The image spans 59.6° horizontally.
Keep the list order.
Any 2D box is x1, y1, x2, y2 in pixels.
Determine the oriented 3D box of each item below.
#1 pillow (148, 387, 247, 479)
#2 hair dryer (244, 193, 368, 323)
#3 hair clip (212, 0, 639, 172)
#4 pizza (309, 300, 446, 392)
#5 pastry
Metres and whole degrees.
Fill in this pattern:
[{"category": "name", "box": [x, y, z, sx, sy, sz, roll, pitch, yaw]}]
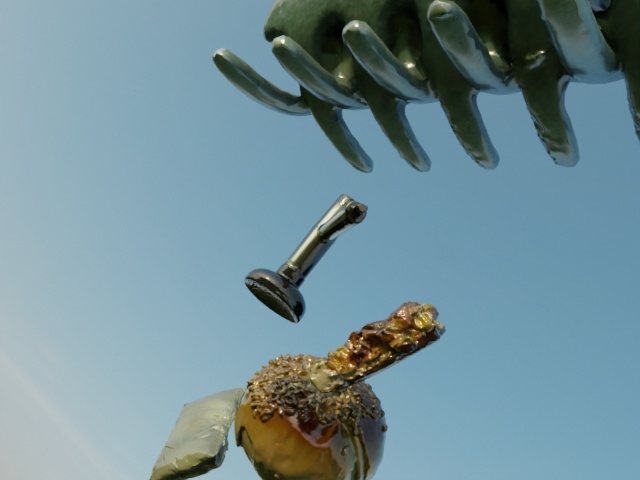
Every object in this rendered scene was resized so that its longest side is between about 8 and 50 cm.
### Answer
[{"category": "pillow", "box": [-0.223, 0.357, 1.040, 0.148, 0.230, 0.050, -17, -75, 10]}, {"category": "hair dryer", "box": [-0.022, 0.002, 1.205, 0.155, 0.320, 0.284, 35, -12, 9]}, {"category": "hair clip", "box": [0.107, -0.196, 0.420, 0.318, 0.239, 0.392, 3, -21, 36]}, {"category": "pizza", "box": [0.149, 0.233, 1.255, 0.114, 0.408, 0.278, 57, -35, 17]}, {"category": "pastry", "box": [-0.018, 0.450, 1.417, 0.409, 0.409, 0.245, 29, -66, 24]}]
